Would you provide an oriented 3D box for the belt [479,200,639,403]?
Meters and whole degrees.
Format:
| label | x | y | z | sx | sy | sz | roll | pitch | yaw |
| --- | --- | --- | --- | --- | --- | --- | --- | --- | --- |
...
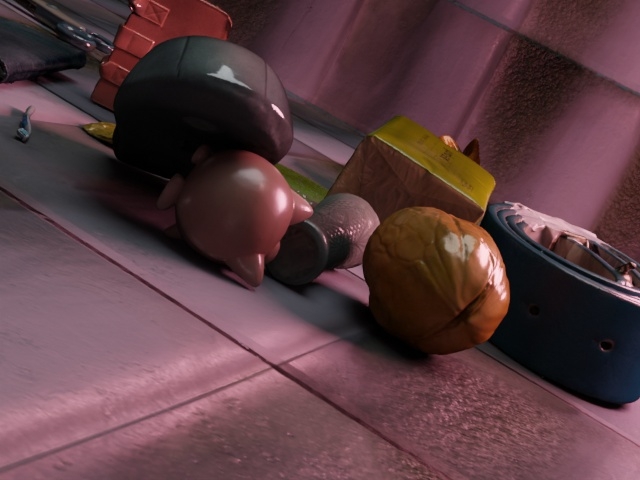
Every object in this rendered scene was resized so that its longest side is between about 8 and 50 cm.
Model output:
| label | x | y | z | sx | sy | sz | roll | pitch | yaw |
| --- | --- | --- | --- | --- | --- | --- | --- | --- | --- |
| belt | 0.351 | 0.074 | 1.540 | 0.300 | 0.173 | 0.436 | 25 | 10 | -2 |

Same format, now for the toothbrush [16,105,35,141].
| label | x | y | z | sx | sy | sz | roll | pitch | yaw |
| --- | --- | --- | --- | --- | --- | --- | --- | --- | --- |
| toothbrush | -0.339 | -0.136 | 1.235 | 0.017 | 0.014 | 0.162 | 45 | 4 | -19 |

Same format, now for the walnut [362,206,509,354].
| label | x | y | z | sx | sy | sz | roll | pitch | yaw |
| --- | --- | --- | --- | --- | --- | --- | --- | --- | --- |
| walnut | 0.125 | 0.043 | 1.184 | 0.159 | 0.159 | 0.206 | 23 | 12 | -24 |

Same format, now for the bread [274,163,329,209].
| label | x | y | z | sx | sy | sz | roll | pitch | yaw |
| --- | --- | --- | --- | --- | --- | --- | --- | --- | --- |
| bread | -0.036 | -0.082 | 1.689 | 0.228 | 0.033 | 0.228 | 28 | 11 | -6 |

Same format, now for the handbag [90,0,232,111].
| label | x | y | z | sx | sy | sz | roll | pitch | yaw |
| --- | --- | --- | --- | --- | --- | --- | --- | --- | --- |
| handbag | -0.242 | -0.279 | 1.614 | 0.157 | 0.212 | 0.059 | 25 | 11 | -14 |

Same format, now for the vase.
| label | x | y | z | sx | sy | sz | roll | pitch | yaw |
| --- | --- | --- | --- | --- | --- | --- | --- | --- | --- |
| vase | 0.000 | 0.000 | 1.239 | 0.096 | 0.096 | 0.219 | 30 | 14 | 11 |

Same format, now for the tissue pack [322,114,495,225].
| label | x | y | z | sx | sy | sz | roll | pitch | yaw |
| --- | --- | --- | --- | --- | --- | --- | --- | --- | --- |
| tissue pack | 0.137 | -0.067 | 1.606 | 0.200 | 0.167 | 0.275 | 35 | 18 | 3 |

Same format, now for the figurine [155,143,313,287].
| label | x | y | z | sx | sy | sz | roll | pitch | yaw |
| --- | --- | --- | --- | --- | --- | --- | --- | --- | --- |
| figurine | -0.089 | -0.031 | 1.087 | 0.138 | 0.125 | 0.125 | 37 | 9 | -6 |

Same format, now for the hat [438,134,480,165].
| label | x | y | z | sx | sy | sz | roll | pitch | yaw |
| --- | --- | --- | --- | --- | --- | --- | --- | --- | --- |
| hat | 0.151 | -0.093 | 1.938 | 0.233 | 0.233 | 0.244 | 10 | 42 | -5 |

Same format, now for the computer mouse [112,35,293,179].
| label | x | y | z | sx | sy | sz | roll | pitch | yaw |
| --- | --- | --- | --- | --- | --- | --- | --- | --- | --- |
| computer mouse | -0.132 | -0.141 | 1.190 | 0.188 | 0.121 | 0.371 | 19 | -17 | -11 |

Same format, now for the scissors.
| label | x | y | z | sx | sy | sz | roll | pitch | yaw |
| --- | --- | --- | --- | --- | --- | --- | --- | --- | --- |
| scissors | -0.542 | -0.452 | 2.157 | 0.289 | 0.041 | 0.138 | 33 | 19 | 20 |

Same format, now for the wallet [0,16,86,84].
| label | x | y | z | sx | sy | sz | roll | pitch | yaw |
| --- | --- | --- | --- | --- | --- | --- | --- | --- | --- |
| wallet | -0.468 | -0.283 | 1.522 | 0.191 | 0.046 | 0.379 | 27 | 11 | -2 |

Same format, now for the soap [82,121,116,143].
| label | x | y | z | sx | sy | sz | roll | pitch | yaw |
| --- | --- | --- | --- | --- | --- | --- | --- | --- | --- |
| soap | -0.228 | -0.125 | 1.404 | 0.169 | 0.033 | 0.089 | 21 | 10 | -27 |
